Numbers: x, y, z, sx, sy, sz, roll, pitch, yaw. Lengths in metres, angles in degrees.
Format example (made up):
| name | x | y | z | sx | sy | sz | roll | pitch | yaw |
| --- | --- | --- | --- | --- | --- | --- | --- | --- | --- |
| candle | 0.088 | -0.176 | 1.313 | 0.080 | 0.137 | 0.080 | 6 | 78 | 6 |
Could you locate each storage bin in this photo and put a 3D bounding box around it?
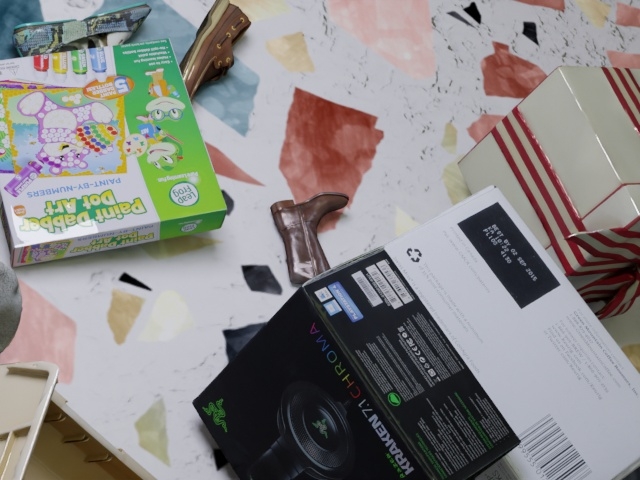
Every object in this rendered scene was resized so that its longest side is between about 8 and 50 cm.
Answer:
| name | x | y | z | sx | sy | sz | roll | pitch | yaw |
| --- | --- | --- | --- | --- | --- | --- | --- | --- | --- |
| storage bin | -0.240 | 0.282 | 1.288 | 0.262 | 0.123 | 0.260 | 51 | 40 | -41 |

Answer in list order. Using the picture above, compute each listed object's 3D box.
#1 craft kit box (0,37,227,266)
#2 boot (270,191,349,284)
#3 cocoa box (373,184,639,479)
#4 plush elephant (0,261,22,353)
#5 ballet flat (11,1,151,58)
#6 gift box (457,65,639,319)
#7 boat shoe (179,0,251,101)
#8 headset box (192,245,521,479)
| name | x | y | z | sx | sy | sz | roll | pitch | yaw |
| --- | --- | --- | --- | --- | --- | --- | --- | --- | --- |
| craft kit box | -0.262 | -0.107 | 1.623 | 0.250 | 0.061 | 0.246 | -12 | 69 | -21 |
| boot | 0.000 | 0.000 | 1.711 | 0.106 | 0.037 | 0.114 | -11 | 62 | -16 |
| cocoa box | 0.174 | 0.164 | 1.572 | 0.231 | 0.228 | 0.347 | -27 | 75 | -36 |
| plush elephant | -0.423 | 0.038 | 1.351 | 0.272 | 0.255 | 0.330 | 2 | 60 | -24 |
| ballet flat | -0.287 | -0.246 | 1.721 | 0.188 | 0.070 | 0.070 | -18 | 70 | -31 |
| gift box | 0.340 | -0.047 | 1.772 | 0.276 | 0.255 | 0.258 | -8 | 63 | -35 |
| boat shoe | -0.137 | -0.235 | 1.773 | 0.060 | 0.064 | 0.178 | 30 | 55 | -11 |
| headset box | 0.023 | 0.191 | 1.455 | 0.131 | 0.283 | 0.246 | -23 | 74 | -42 |
